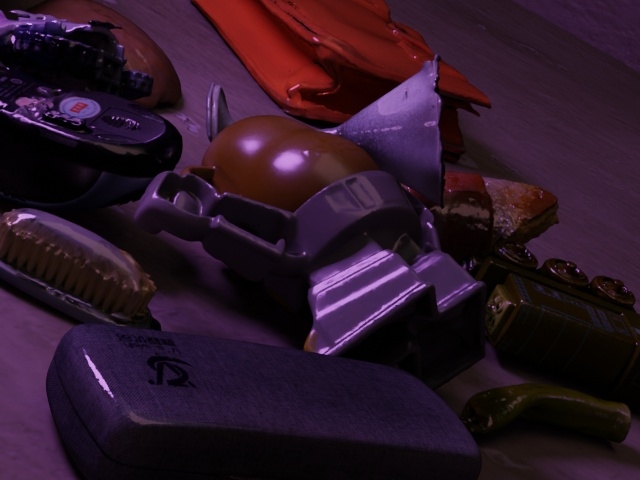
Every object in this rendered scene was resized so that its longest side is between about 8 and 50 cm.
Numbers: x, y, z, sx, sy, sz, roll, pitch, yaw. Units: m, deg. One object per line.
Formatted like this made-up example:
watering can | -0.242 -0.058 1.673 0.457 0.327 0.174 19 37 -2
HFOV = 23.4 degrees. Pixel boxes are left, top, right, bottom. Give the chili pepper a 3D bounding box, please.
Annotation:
chili pepper | 0.198 0.152 1.379 0.201 0.050 0.052 8 -9 -37

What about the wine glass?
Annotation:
wine glass | 0.007 -0.102 1.528 0.232 0.156 0.156 -2 21 3

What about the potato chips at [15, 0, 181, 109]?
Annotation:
potato chips | -0.238 -0.221 1.726 0.195 0.062 0.208 18 20 -27

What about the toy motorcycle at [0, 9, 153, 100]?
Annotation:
toy motorcycle | -0.283 -0.172 1.486 0.204 0.108 0.239 4 -18 11

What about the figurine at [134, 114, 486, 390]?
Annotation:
figurine | 0.001 -0.001 1.337 0.285 0.167 0.342 49 8 29

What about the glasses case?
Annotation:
glasses case | -0.034 0.133 1.101 0.323 0.074 0.131 11 24 -35

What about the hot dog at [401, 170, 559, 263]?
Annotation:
hot dog | 0.123 -0.020 1.636 0.261 0.093 0.123 9 31 -3

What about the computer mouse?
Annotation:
computer mouse | -0.237 -0.082 1.340 0.233 0.096 0.137 17 17 9

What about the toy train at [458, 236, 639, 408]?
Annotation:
toy train | 0.241 0.081 1.537 0.225 0.090 0.137 19 25 -18

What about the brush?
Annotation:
brush | -0.250 -0.009 1.201 0.297 0.060 0.068 25 23 -4

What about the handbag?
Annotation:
handbag | 0.017 -0.269 2.069 0.303 0.116 0.410 12 26 -34
